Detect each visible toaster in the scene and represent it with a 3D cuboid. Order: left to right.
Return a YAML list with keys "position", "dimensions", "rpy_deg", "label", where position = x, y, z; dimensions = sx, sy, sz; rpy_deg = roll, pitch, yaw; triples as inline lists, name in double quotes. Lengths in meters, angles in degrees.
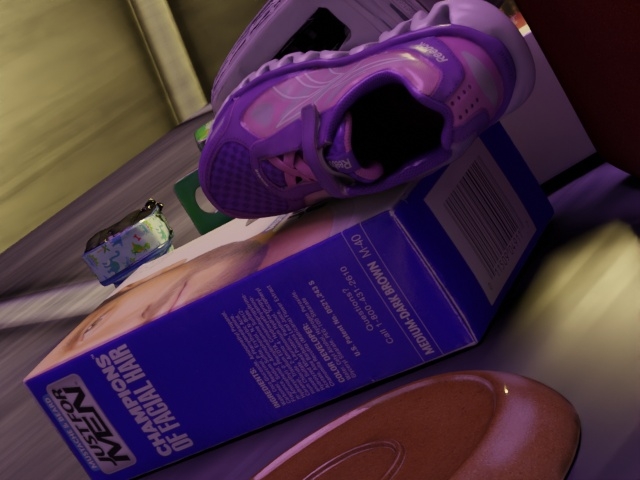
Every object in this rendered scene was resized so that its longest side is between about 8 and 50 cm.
- position: [0.019, -0.134, 1.019]
  dimensions: [0.227, 0.129, 0.146]
  rpy_deg: [-41, 9, 39]
  label: "toaster"

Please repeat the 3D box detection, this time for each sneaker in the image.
- position: [0.011, -0.063, 0.908]
  dimensions: [0.236, 0.095, 0.104]
  rpy_deg: [-21, 24, 34]
  label: "sneaker"

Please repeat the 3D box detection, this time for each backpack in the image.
- position: [-0.218, 0.015, 1.759]
  dimensions: [0.105, 0.084, 0.114]
  rpy_deg: [-32, 6, 6]
  label: "backpack"

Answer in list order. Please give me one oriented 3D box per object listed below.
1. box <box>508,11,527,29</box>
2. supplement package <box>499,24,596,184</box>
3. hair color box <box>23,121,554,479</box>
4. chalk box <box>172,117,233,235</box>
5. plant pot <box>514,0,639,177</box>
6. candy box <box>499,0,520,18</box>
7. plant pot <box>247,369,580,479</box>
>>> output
- position: [0.130, -0.115, 1.332]
  dimensions: [0.170, 0.091, 0.130]
  rpy_deg: [-30, 11, 13]
  label: "box"
- position: [0.134, -0.088, 1.149]
  dimensions: [0.179, 0.105, 0.105]
  rpy_deg: [-31, 5, 8]
  label: "supplement package"
- position: [-0.025, 0.040, 1.045]
  dimensions: [0.338, 0.110, 0.185]
  rpy_deg: [-27, 13, 34]
  label: "hair color box"
- position: [-0.053, -0.087, 1.622]
  dimensions: [0.213, 0.132, 0.132]
  rpy_deg: [-31, 11, 0]
  label: "chalk box"
- position: [0.256, -0.177, 0.866]
  dimensions: [0.267, 0.267, 0.236]
  rpy_deg: [-31, 21, 5]
  label: "plant pot"
- position: [0.197, -0.224, 1.435]
  dimensions: [0.196, 0.165, 0.070]
  rpy_deg: [-32, 10, 2]
  label: "candy box"
- position: [0.014, 0.129, 0.730]
  dimensions: [0.236, 0.032, 0.236]
  rpy_deg: [-31, 11, 7]
  label: "plant pot"
